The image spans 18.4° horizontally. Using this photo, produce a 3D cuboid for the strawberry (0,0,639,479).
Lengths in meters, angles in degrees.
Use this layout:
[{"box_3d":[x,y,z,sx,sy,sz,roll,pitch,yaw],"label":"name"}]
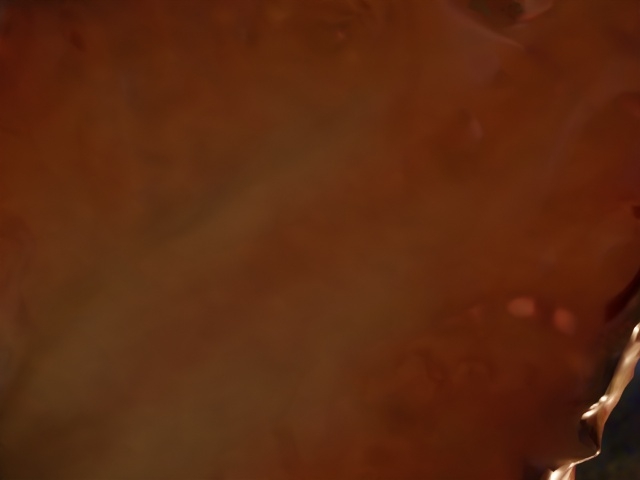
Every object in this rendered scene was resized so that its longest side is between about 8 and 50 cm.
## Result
[{"box_3d":[0.000,0.000,0.720,0.265,0.336,0.149,51,14,0],"label":"strawberry"}]
